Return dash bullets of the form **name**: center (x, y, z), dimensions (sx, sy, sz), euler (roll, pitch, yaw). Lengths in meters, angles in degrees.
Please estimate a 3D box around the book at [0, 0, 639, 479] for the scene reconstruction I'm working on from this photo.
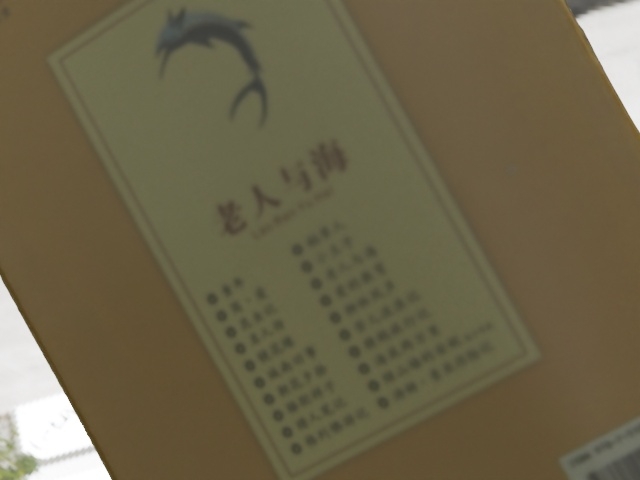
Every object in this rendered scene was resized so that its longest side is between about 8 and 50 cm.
- **book**: center (0.000, 0.000, 0.554), dimensions (0.269, 0.032, 0.389), euler (-28, -94, 13)
